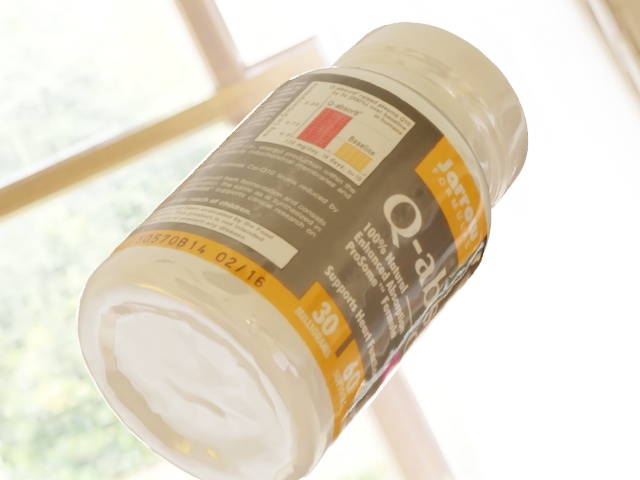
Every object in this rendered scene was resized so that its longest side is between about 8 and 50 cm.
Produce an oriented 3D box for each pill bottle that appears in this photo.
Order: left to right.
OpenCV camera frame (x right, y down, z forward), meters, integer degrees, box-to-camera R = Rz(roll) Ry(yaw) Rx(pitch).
[{"bbox_3d":[0.000,0.000,1.114,0.162,0.162,0.278,-29,15,50],"label":"pill bottle"}]
